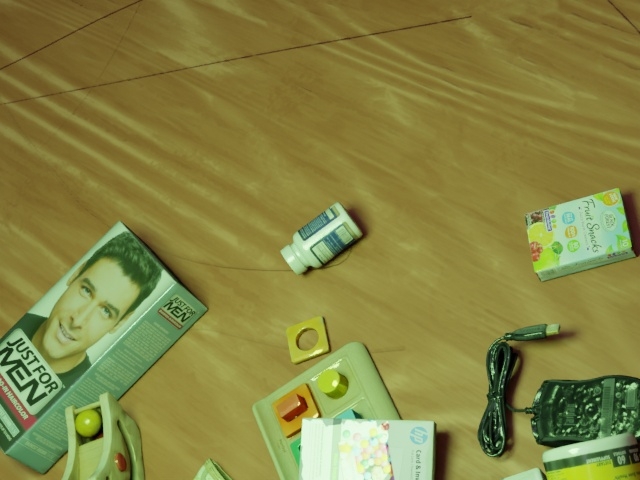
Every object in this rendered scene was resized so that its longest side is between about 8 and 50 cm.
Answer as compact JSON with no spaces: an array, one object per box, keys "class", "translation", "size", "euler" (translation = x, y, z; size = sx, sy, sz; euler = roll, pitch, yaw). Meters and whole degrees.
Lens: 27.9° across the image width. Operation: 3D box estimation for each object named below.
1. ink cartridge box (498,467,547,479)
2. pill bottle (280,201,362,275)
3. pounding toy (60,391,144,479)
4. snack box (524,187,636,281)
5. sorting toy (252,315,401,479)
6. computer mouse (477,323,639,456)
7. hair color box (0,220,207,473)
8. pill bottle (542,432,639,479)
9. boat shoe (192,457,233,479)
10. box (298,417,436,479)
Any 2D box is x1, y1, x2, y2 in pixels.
[{"class":"ink cartridge box","translation":[0.264,0.397,1.653],"size":[0.104,0.060,0.180],"euler":[-21,56,14]},{"class":"pill bottle","translation":[0.000,0.000,2.001],"size":[0.120,0.067,0.067],"euler":[-36,54,4]},{"class":"pounding toy","translation":[-0.360,0.373,1.919],"size":[0.155,0.154,0.269],"euler":[-21,56,15]},{"class":"snack box","translation":[0.370,-0.008,1.839],"size":[0.141,0.037,0.100],"euler":[-16,59,18]},{"class":"sorting toy","translation":[0.005,0.256,1.869],"size":[0.196,0.047,0.347],"euler":[-32,54,7]},{"class":"computer mouse","translation":[0.339,0.199,1.731],"size":[0.262,0.060,0.184],"euler":[-12,63,34]},{"class":"hair color box","translation":[-0.384,0.170,2.069],"size":[0.374,0.113,0.185],"euler":[-45,53,-3]},{"class":"pill bottle","translation":[0.352,0.348,1.574],"size":[0.119,0.119,0.208],"euler":[-16,78,18]},{"class":"boat shoe","translation":[-0.122,0.367,1.868],"size":[0.153,0.056,0.048],"euler":[21,79,41]},{"class":"box","translation":[0.064,0.320,1.772],"size":[0.186,0.038,0.145],"euler":[1,74,11]}]
